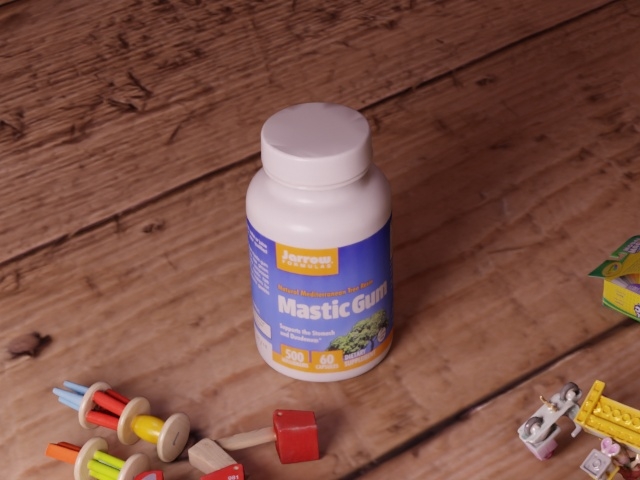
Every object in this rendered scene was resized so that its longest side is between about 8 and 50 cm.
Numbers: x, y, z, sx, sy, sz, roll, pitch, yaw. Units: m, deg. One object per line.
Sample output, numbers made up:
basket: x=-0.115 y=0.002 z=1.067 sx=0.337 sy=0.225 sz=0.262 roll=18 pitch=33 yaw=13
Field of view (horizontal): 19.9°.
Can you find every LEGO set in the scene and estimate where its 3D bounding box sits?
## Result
LEGO set: x=0.319 y=0.241 z=1.727 sx=0.132 sy=0.107 sz=0.287 roll=-43 pitch=47 yaw=4

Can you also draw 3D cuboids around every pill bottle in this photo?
pill bottle: x=0.000 y=0.000 z=1.900 sx=0.152 sy=0.272 sz=0.152 roll=-2 pitch=36 yaw=1

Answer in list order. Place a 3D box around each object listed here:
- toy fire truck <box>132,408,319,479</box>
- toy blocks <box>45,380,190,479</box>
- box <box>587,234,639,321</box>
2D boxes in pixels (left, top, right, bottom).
toy fire truck: x=-0.095 y=0.229 z=1.778 sx=0.192 sy=0.047 sz=0.135 roll=-4 pitch=35 yaw=-1
toy blocks: x=-0.224 y=0.194 z=1.828 sx=0.148 sy=0.054 sz=0.123 roll=18 pitch=40 yaw=26
box: x=0.391 y=0.057 z=1.997 sx=0.179 sy=0.043 sz=0.105 roll=27 pitch=45 yaw=31
